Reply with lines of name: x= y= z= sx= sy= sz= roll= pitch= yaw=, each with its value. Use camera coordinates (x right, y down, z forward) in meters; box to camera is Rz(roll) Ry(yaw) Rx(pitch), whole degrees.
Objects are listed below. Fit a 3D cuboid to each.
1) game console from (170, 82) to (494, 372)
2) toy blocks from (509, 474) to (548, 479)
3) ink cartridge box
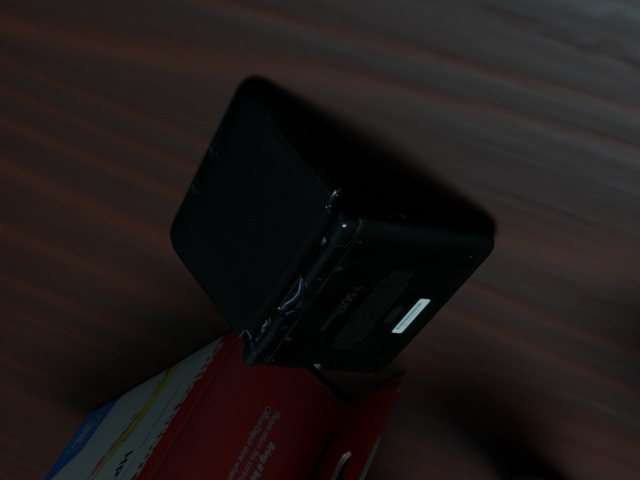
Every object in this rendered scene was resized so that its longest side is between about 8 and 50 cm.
game console: x=0.000 y=0.000 z=0.482 sx=0.107 sy=0.071 sz=0.122 roll=7 pitch=145 yaw=-22
toy blocks: x=0.173 y=0.249 z=0.392 sx=0.309 sy=0.260 sz=0.288 roll=-16 pitch=99 yaw=38
ink cartridge box: x=-0.074 y=0.130 z=0.559 sx=0.078 sy=0.134 sz=0.231 roll=43 pitch=136 yaw=-14
